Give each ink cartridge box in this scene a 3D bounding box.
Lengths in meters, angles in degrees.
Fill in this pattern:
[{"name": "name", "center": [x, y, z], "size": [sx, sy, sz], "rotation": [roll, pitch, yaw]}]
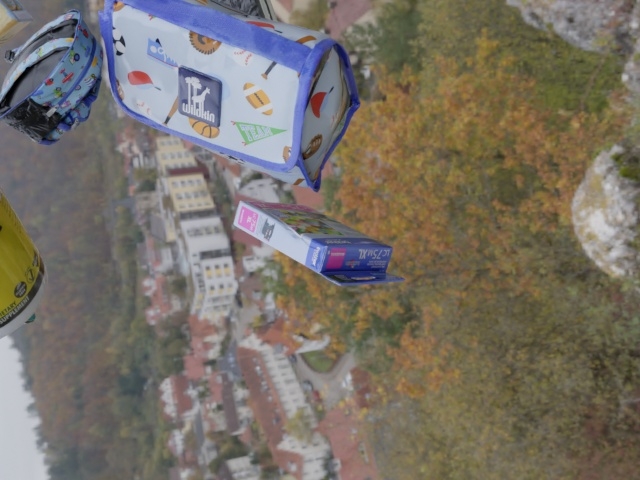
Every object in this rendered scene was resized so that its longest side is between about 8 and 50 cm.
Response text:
[{"name": "ink cartridge box", "center": [0.000, 0.000, 1.382], "size": [0.311, 0.186, 0.065], "rotation": [31, 110, 42]}]

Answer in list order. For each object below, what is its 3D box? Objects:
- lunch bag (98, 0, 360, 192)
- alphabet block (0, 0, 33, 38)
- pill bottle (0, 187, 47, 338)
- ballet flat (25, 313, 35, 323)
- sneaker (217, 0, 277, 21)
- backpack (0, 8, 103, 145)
[{"name": "lunch bag", "center": [-0.131, -0.246, 1.133], "size": [0.385, 0.328, 0.239], "rotation": [61, -129, -80]}, {"name": "alphabet block", "center": [-0.790, -0.502, 1.605], "size": [0.192, 0.197, 0.193], "rotation": [50, -177, -19]}, {"name": "pill bottle", "center": [-0.485, -0.027, 0.891], "size": [0.334, 0.188, 0.188], "rotation": [81, 170, -49]}, {"name": "ballet flat", "center": [-0.559, 0.129, 1.281], "size": [0.114, 0.041, 0.041], "rotation": [36, -145, -60]}, {"name": "sneaker", "center": [-0.119, -0.539, 1.493], "size": [0.169, 0.257, 0.447], "rotation": [-34, 77, 48]}, {"name": "backpack", "center": [-0.379, -0.242, 1.055], "size": [0.173, 0.117, 0.158], "rotation": [-29, 45, 27]}]
